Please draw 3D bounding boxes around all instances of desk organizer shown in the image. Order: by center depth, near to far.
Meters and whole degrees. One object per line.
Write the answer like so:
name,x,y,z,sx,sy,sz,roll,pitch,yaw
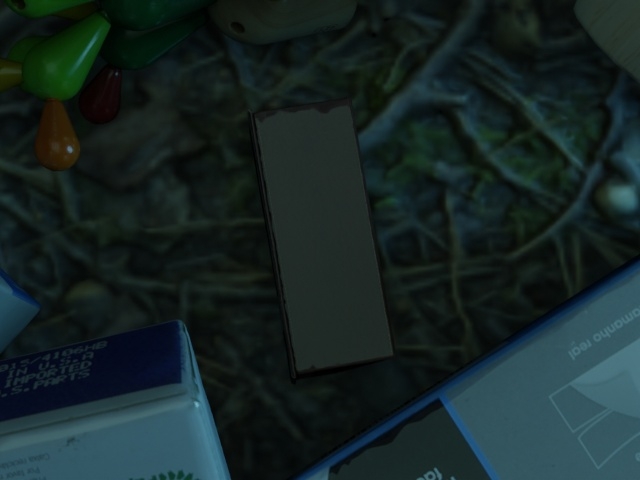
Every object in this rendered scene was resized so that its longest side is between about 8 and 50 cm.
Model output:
desk organizer,0.000,0.000,0.833,0.050,0.047,0.130,-9,82,-3

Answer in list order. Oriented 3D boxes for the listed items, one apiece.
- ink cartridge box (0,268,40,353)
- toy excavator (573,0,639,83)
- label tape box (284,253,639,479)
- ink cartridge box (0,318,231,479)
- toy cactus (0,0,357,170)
ink cartridge box,-0.248,-0.023,0.797,0.231,0.134,0.078,41,85,7
toy excavator,0.031,-0.285,0.770,0.445,0.222,0.433,20,40,-25
label tape box,0.173,0.192,0.769,0.249,0.115,0.347,-32,81,-3
ink cartridge box,-0.175,0.213,0.745,0.324,0.071,0.330,-13,122,-1
toy cactus,-0.058,-0.109,0.797,0.180,0.219,0.112,-5,66,-37
